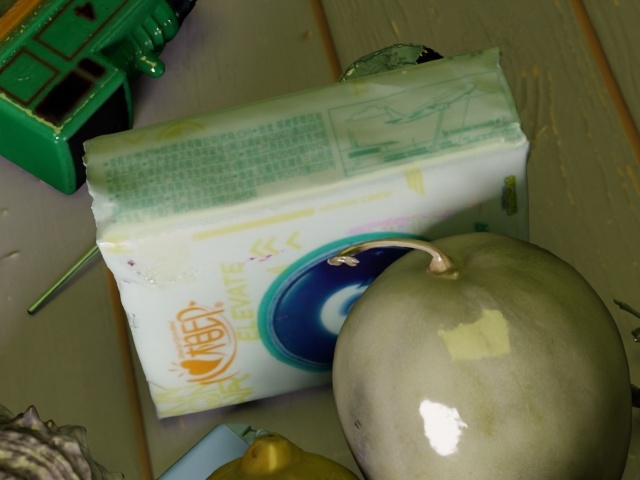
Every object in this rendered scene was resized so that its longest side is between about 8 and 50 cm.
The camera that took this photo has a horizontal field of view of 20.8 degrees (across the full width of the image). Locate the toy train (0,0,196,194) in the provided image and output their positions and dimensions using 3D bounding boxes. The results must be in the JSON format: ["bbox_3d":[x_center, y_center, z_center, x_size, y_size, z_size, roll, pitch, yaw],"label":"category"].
[{"bbox_3d":[-0.279,-0.226,1.900,0.249,0.178,0.429,33,65,16],"label":"toy train"}]

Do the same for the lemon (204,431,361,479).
[{"bbox_3d":[-0.030,0.286,1.483,0.184,0.184,0.248,-1,92,7],"label":"lemon"}]

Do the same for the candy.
[{"bbox_3d":[-0.227,0.006,1.803,0.061,0.061,0.202,38,75,29],"label":"candy"}]

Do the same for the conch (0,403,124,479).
[{"bbox_3d":[-0.281,0.287,1.538,0.240,0.186,0.313,11,55,0],"label":"conch"}]

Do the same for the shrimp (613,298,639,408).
[{"bbox_3d":[0.351,0.110,1.603,0.372,0.137,0.172,-43,23,-30],"label":"shrimp"}]

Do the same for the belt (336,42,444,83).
[{"bbox_3d":[0.080,-0.116,1.824,0.151,0.078,0.198,0,57,13],"label":"belt"}]

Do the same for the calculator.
[{"bbox_3d":[-0.108,0.255,1.605,0.210,0.039,0.121,-42,58,-20],"label":"calculator"}]

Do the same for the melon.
[{"bbox_3d":[0.140,0.134,1.495,0.271,0.308,0.272,3,38,-2],"label":"melon"}]

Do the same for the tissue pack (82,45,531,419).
[{"bbox_3d":[0.000,0.000,1.624,0.388,0.287,0.162,-12,48,-2],"label":"tissue pack"}]
